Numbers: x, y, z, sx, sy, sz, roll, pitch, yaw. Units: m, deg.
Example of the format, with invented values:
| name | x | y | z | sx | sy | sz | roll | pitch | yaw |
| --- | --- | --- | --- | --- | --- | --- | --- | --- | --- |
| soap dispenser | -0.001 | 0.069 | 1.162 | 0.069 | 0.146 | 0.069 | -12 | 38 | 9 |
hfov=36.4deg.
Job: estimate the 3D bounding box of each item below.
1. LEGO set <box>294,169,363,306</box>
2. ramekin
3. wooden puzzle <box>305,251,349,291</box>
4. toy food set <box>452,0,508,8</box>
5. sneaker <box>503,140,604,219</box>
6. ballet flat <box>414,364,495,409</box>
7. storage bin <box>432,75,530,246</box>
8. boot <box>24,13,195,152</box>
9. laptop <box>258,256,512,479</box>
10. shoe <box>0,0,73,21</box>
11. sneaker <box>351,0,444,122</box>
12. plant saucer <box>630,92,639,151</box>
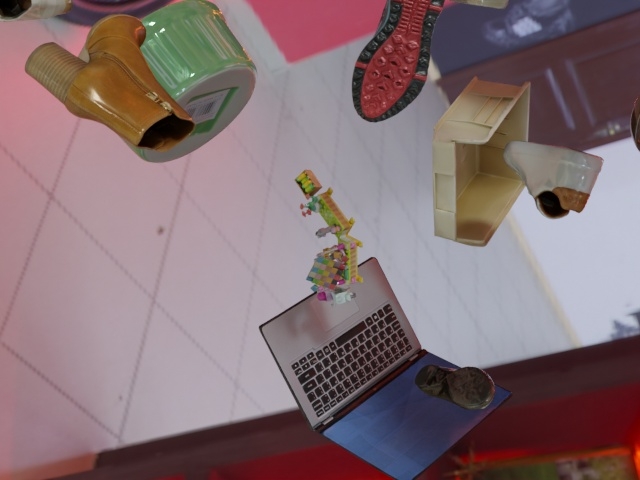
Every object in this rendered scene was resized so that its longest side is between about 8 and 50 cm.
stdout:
| name | x | y | z | sx | sy | sz | roll | pitch | yaw |
| --- | --- | --- | --- | --- | --- | --- | --- | --- | --- |
| LEGO set | 0.000 | 0.000 | 1.963 | 0.107 | 0.132 | 0.287 | -21 | 100 | -34 |
| ramekin | -0.262 | -0.280 | 1.789 | 0.148 | 0.303 | 0.303 | 51 | 19 | 13 |
| wooden puzzle | 0.009 | 0.051 | 1.562 | 0.049 | 0.083 | 0.006 | 19 | 27 | -14 |
| toy food set | 0.232 | -0.528 | 1.678 | 0.306 | 0.092 | 0.219 | -1 | 105 | -37 |
| sneaker | 0.388 | -0.107 | 1.721 | 0.290 | 0.106 | 0.123 | -141 | -115 | -76 |
| ballet flat | 0.269 | 0.290 | 1.901 | 0.058 | 0.250 | 0.084 | 42 | 72 | -19 |
| storage bin | 0.332 | -0.165 | 2.030 | 0.260 | 0.123 | 0.262 | -50 | 145 | -41 |
| boot | -0.264 | -0.219 | 1.396 | 0.211 | 0.104 | 0.295 | 35 | 27 | 4 |
| laptop | 0.148 | 0.268 | 2.152 | 0.382 | 0.236 | 0.408 | -30 | 95 | -37 |
| shoe | -0.428 | -0.345 | 1.355 | 0.058 | 0.219 | 0.076 | -32 | 122 | -36 |
| sneaker | 0.126 | -0.295 | 1.438 | 0.125 | 0.104 | 0.262 | -40 | 153 | -83 |
| plant saucer | 0.571 | -0.225 | 1.633 | 0.029 | 0.168 | 0.168 | 35 | -4 | 38 |
